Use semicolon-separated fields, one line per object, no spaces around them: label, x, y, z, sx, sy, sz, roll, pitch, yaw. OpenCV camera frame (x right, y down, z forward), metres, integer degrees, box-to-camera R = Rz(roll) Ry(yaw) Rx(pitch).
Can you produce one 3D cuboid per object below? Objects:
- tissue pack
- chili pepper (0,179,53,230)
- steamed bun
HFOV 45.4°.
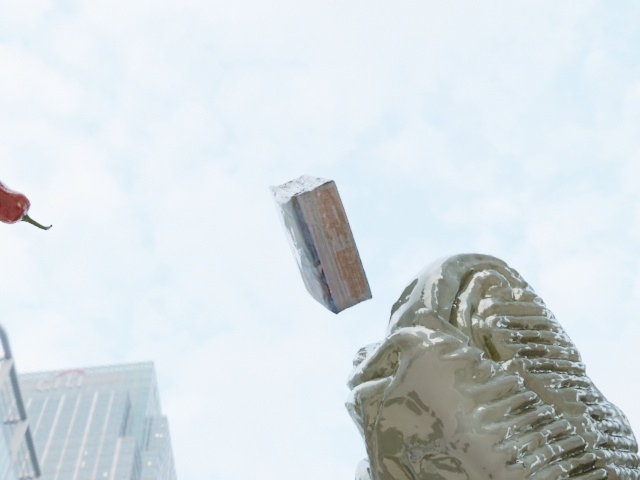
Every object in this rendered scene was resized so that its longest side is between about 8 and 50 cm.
tissue pack;0.000;0.000;0.926;0.065;0.115;0.155;-24;-75;-12
chili pepper;-0.436;-0.065;0.993;0.191;0.050;0.059;36;-31;-20
steamed bun;0.144;0.201;0.727;0.219;0.310;0.324;-40;-89;30
